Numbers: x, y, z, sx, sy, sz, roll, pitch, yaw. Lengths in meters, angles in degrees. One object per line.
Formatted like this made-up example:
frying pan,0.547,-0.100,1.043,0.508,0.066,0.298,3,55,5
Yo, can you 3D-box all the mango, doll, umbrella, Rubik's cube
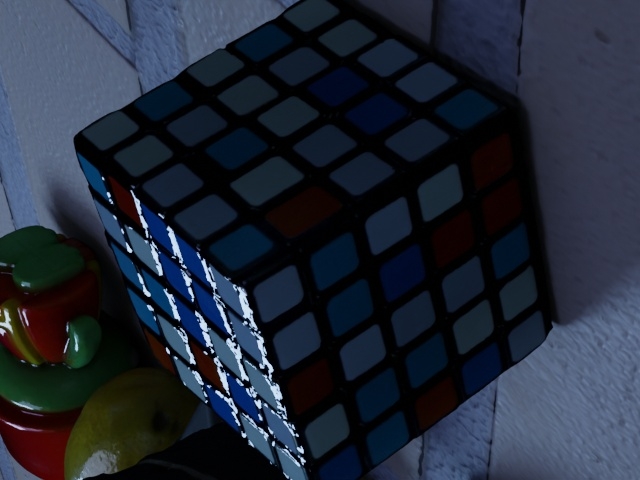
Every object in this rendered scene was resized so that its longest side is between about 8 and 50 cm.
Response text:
mango,-0.151,0.236,1.839,0.130,0.167,0.262,54,169,50
doll,-0.255,0.156,1.932,0.183,0.160,0.363,28,147,40
umbrella,-0.122,0.203,1.422,0.113,0.358,0.106,10,121,67
Rubik's cube,0.000,0.000,1.077,0.184,0.187,0.182,40,155,44

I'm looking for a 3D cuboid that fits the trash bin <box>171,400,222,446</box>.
trash bin,-0.066,0.227,1.625,0.236,0.101,0.176,115,150,-63
